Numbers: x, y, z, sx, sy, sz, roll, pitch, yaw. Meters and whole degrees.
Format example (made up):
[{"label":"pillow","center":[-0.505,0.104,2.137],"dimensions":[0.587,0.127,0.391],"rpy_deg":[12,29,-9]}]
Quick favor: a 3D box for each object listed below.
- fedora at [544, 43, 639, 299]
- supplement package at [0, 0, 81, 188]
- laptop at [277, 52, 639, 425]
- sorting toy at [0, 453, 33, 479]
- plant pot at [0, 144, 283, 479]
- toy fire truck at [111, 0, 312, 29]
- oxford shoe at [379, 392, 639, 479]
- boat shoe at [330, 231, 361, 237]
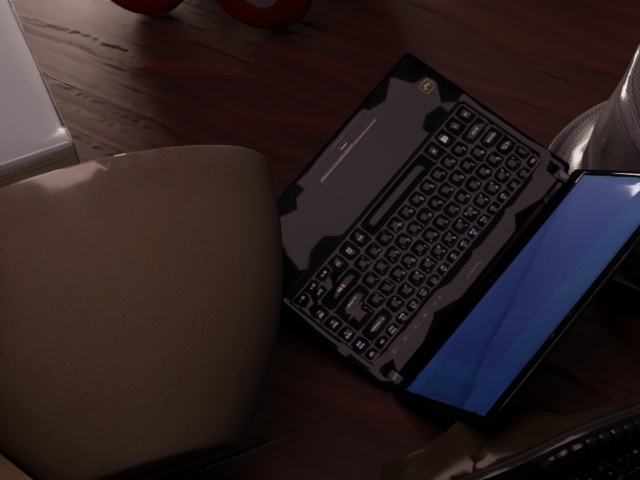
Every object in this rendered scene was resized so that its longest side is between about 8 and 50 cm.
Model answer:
[{"label":"fedora","center":[0.297,-0.075,1.324],"dimensions":[0.243,0.124,0.275],"rpy_deg":[-6,47,3]},{"label":"supplement package","center":[-0.320,-0.079,1.420],"dimensions":[0.204,0.145,0.262],"rpy_deg":[-20,47,-9]},{"label":"laptop","center":[0.092,-0.013,1.251],"dimensions":[0.264,0.136,0.234],"rpy_deg":[37,77,17]},{"label":"sorting toy","center":[-0.328,0.235,1.158],"dimensions":[0.255,0.089,0.257],"rpy_deg":[31,64,33]},{"label":"plant pot","center":[-0.146,0.073,1.195],"dimensions":[0.284,0.284,0.191],"rpy_deg":[-16,79,-5]},{"label":"toy fire truck","center":[-0.105,-0.349,1.560],"dimensions":[0.302,0.254,0.169],"rpy_deg":[9,49,17]},{"label":"oxford shoe","center":[0.146,0.142,1.178],"dimensions":[0.227,0.083,0.096],"rpy_deg":[-17,44,-7]},{"label":"boat shoe","center":[0.000,0.000,1.361],"dimensions":[0.125,0.046,0.038],"rpy_deg":[-10,51,12]}]
